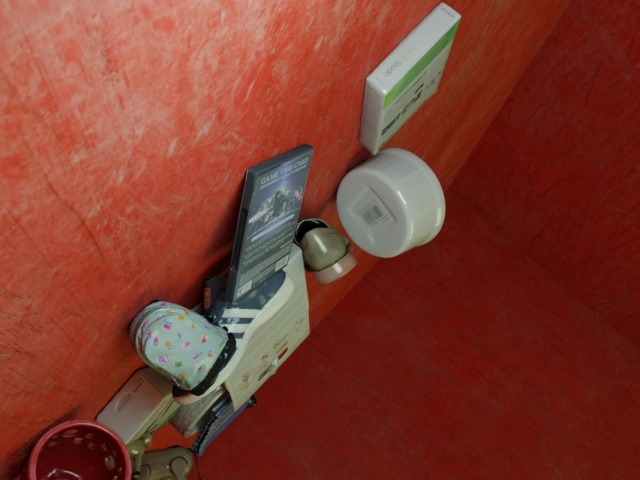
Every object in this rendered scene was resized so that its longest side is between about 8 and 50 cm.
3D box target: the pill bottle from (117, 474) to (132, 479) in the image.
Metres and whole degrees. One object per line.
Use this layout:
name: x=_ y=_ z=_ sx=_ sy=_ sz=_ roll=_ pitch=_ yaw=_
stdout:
pill bottle: x=-0.609 y=0.786 z=2.061 sx=0.146 sy=0.146 sz=0.264 roll=-52 pitch=169 yaw=19

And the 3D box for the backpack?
backpack: x=-0.253 y=0.185 z=1.201 sx=0.115 sy=0.182 sz=0.152 roll=7 pitch=-118 yaw=56

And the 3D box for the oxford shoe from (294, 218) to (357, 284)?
oxford shoe: x=0.000 y=0.000 z=1.705 sx=0.140 sy=0.146 sz=0.397 roll=-32 pitch=-171 yaw=-5

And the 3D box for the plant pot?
plant pot: x=-0.481 y=0.468 z=1.281 sx=0.191 sy=0.191 sz=0.174 roll=-36 pitch=169 yaw=-49

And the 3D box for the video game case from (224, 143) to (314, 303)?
video game case: x=-0.096 y=-0.033 z=1.251 sx=0.196 sy=0.026 sz=0.274 roll=-35 pitch=144 yaw=-53

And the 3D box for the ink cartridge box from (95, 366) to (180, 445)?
ink cartridge box: x=-0.396 y=0.373 z=1.551 sx=0.160 sy=0.092 sz=0.219 roll=-50 pitch=170 yaw=6

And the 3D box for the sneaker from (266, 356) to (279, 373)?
sneaker: x=-0.192 y=0.361 z=2.231 sx=0.086 sy=0.085 sz=0.237 roll=-27 pitch=128 yaw=-33

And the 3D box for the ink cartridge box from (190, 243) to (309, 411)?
ink cartridge box: x=-0.160 y=0.211 z=1.636 sx=0.308 sy=0.091 sz=0.385 roll=-44 pitch=151 yaw=-28

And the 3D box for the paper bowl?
paper bowl: x=-0.309 y=0.381 z=1.793 sx=0.284 sy=0.148 sz=0.284 roll=-47 pitch=170 yaw=-10

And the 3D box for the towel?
towel: x=-0.247 y=0.473 z=1.876 sx=0.243 sy=0.040 sz=0.336 roll=-40 pitch=168 yaw=-38

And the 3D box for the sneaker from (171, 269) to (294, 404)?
sneaker: x=-0.209 y=0.163 z=1.355 sx=0.131 sy=0.148 sz=0.350 roll=-7 pitch=-140 yaw=55

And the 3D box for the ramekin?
ramekin: x=0.171 y=-0.090 z=1.719 sx=0.135 sy=0.277 sz=0.277 roll=-29 pitch=160 yaw=-40

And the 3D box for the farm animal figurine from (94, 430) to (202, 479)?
farm animal figurine: x=-0.487 y=0.606 z=1.795 sx=0.327 sy=0.172 sz=0.330 roll=10 pitch=134 yaw=-27

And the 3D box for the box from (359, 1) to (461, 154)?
box: x=0.183 y=-0.336 z=1.435 sx=0.232 sy=0.058 sz=0.322 roll=-46 pitch=171 yaw=-10

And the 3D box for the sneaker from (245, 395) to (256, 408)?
sneaker: x=-0.296 y=0.563 z=2.185 sx=0.162 sy=0.106 sz=0.281 roll=5 pitch=127 yaw=-19
